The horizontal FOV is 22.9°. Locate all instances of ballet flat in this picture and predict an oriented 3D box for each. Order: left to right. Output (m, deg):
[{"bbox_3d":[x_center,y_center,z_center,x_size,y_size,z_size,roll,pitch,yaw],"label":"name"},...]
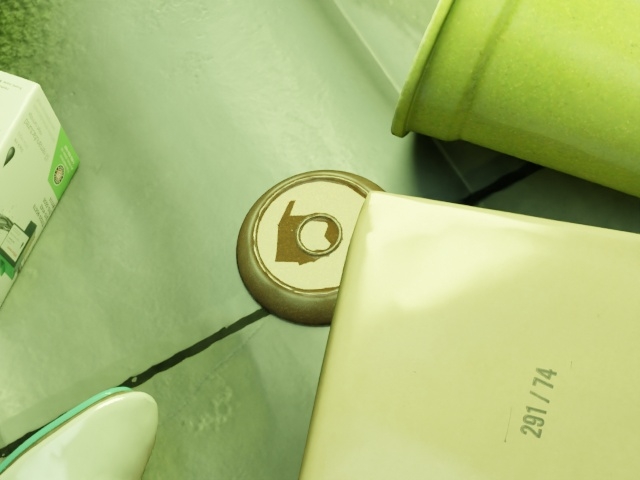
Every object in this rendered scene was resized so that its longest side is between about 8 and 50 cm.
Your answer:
[{"bbox_3d":[-0.278,0.292,1.348,0.400,0.139,0.139,-37,65,-4],"label":"ballet flat"}]

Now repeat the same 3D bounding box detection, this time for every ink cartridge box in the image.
[{"bbox_3d":[-0.334,-0.034,1.503,0.092,0.160,0.219,18,68,16],"label":"ink cartridge box"}]

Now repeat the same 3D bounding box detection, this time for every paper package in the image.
[{"bbox_3d":[0.151,0.153,1.329,0.309,0.168,0.325,10,66,6],"label":"paper package"}]

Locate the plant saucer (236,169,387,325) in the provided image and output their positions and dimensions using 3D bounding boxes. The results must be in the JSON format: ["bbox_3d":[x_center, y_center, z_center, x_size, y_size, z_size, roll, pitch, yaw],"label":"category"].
[{"bbox_3d":[0.000,0.000,1.516,0.168,0.029,0.168,-3,64,5],"label":"plant saucer"}]

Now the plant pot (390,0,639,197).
[{"bbox_3d":[0.239,-0.168,1.458,0.254,0.276,0.276,26,69,6],"label":"plant pot"}]
